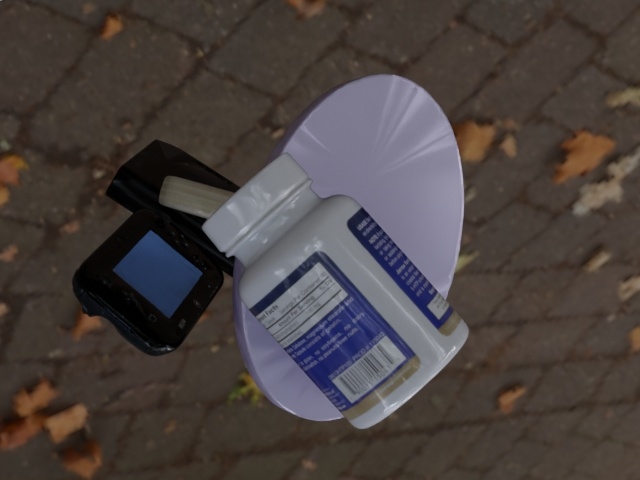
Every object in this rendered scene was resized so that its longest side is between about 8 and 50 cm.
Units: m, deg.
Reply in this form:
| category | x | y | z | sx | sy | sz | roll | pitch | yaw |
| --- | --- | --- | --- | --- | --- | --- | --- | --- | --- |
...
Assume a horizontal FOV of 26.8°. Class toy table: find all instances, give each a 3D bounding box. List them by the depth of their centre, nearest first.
| category | x | y | z | sx | sy | sz | roll | pitch | yaw |
| --- | --- | --- | --- | --- | --- | --- | --- | --- | --- |
| toy table | 0.000 | 0.000 | 1.116 | 0.252 | 0.161 | 0.274 | 29 | 83 | -18 |

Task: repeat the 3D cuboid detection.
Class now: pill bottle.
| category | x | y | z | sx | sy | sz | roll | pitch | yaw |
| --- | --- | --- | --- | --- | --- | --- | --- | --- | --- |
| pill bottle | 0.007 | 0.032 | 0.969 | 0.112 | 0.187 | 0.112 | -41 | -179 | 0 |

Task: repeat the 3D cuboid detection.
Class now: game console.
| category | x | y | z | sx | sy | sz | roll | pitch | yaw |
| --- | --- | --- | --- | --- | --- | --- | --- | --- | --- |
| game console | -0.117 | 0.015 | 1.237 | 0.044 | 0.213 | 0.361 | -57 | -179 | 22 |
